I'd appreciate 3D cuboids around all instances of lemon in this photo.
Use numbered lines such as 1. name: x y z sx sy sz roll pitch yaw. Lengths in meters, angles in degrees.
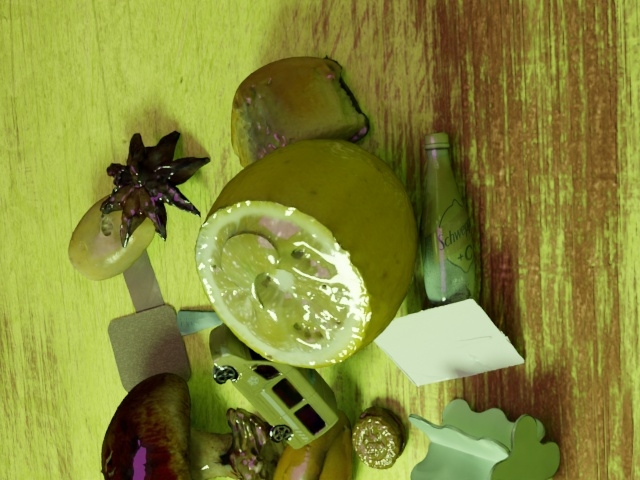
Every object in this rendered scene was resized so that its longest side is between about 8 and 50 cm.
1. lemon: 0.000 0.000 1.493 0.364 0.364 0.364 9 103 41

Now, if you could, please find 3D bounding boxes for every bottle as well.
1. bottle: 0.194 -0.035 1.470 0.083 0.083 0.270 -5 93 43

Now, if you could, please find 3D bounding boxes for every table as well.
1. table: 0.240 0.333 1.453 0.198 0.166 0.167 6 101 49

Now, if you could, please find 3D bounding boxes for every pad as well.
1. pad: -0.399 0.101 2.085 0.113 0.006 0.188 -27 79 41
2. pad: 0.195 0.167 1.496 0.232 0.004 0.156 -22 119 42
3. pad: -0.388 0.248 2.100 0.266 0.002 0.176 -17 87 43

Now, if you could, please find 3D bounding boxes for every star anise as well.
1. star anise: -0.352 -0.117 1.885 0.272 0.102 0.272 -8 69 22

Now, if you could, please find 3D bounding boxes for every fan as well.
1. fan: -0.204 0.162 1.910 0.282 0.023 0.057 -9 90 44

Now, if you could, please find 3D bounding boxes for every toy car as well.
1. toy car: -0.077 0.230 1.566 0.124 0.257 0.101 -32 30 11

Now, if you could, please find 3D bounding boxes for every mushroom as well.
1. mushroom: -0.276 0.425 1.913 0.331 0.356 0.334 64 168 10

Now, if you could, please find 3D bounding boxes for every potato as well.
1. potato: -0.448 -0.013 2.021 0.234 0.146 0.150 -37 104 21

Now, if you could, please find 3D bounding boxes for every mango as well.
1. mango: -0.010 0.410 1.684 0.136 0.166 0.236 16 100 10

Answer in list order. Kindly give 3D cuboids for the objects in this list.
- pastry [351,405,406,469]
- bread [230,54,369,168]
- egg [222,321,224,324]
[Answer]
1. pastry: 0.104 0.346 1.640 0.097 0.057 0.109 -41 72 33
2. bread: -0.069 -0.213 1.631 0.262 0.162 0.204 -37 61 25
3. egg: -0.096 0.191 1.711 0.183 0.183 0.217 41 140 29
